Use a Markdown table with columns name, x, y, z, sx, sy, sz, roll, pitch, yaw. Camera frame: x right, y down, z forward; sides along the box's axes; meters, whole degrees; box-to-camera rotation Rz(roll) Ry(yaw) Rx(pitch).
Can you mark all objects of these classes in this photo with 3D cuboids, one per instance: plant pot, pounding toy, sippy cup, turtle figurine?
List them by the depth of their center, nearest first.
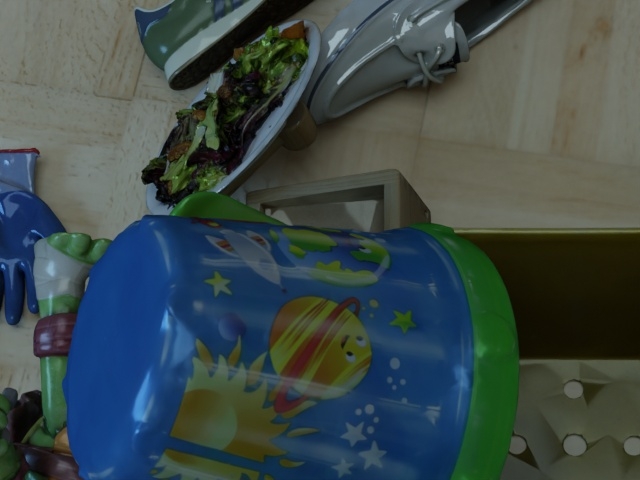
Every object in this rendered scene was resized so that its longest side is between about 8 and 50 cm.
| name | x | y | z | sx | sy | sz | roll | pitch | yaw |
| --- | --- | --- | --- | --- | --- | --- | --- | --- | --- |
| sippy cup | -0.032 | 0.086 | 0.959 | 0.224 | 0.305 | 0.240 | 13 | 84 | -28 |
| turtle figurine | -0.142 | 0.132 | 1.069 | 0.197 | 0.275 | 0.266 | 6 | 74 | 1 |
| plant pot | 0.184 | 0.123 | 1.083 | 0.212 | 0.187 | 0.212 | 0 | 68 | 5 |
| pounding toy | -0.009 | -0.004 | 1.207 | 0.181 | 0.094 | 0.206 | -8 | 64 | 20 |

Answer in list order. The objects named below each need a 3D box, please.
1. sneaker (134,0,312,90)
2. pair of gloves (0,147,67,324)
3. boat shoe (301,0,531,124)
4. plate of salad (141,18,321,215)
| name | x | y | z | sx | sy | sz | roll | pitch | yaw |
| --- | --- | --- | --- | --- | --- | --- | --- | --- | --- |
| sneaker | -0.075 | -0.217 | 1.310 | 0.192 | 0.064 | 0.086 | -37 | 74 | -6 |
| pair of gloves | -0.301 | -0.002 | 1.273 | 0.198 | 0.023 | 0.159 | -4 | 70 | 5 |
| boat shoe | 0.087 | -0.174 | 1.261 | 0.258 | 0.095 | 0.084 | -41 | 66 | -9 |
| plate of salad | -0.078 | -0.104 | 1.214 | 0.048 | 0.200 | 0.200 | 40 | 72 | -26 |
